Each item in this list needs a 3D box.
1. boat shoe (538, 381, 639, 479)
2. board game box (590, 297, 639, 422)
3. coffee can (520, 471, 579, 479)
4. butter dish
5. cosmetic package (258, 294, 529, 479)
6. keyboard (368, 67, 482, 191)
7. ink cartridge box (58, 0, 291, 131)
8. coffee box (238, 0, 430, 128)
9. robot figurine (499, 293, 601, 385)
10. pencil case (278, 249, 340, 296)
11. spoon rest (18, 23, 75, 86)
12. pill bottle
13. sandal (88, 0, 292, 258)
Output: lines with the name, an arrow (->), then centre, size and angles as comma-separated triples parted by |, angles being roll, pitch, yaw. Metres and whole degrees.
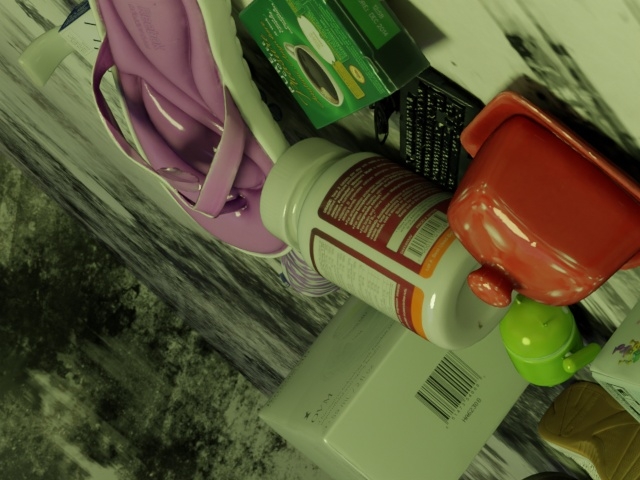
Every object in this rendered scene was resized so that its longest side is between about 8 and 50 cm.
boat shoe -> 0.307, 0.206, 1.391 | 0.096, 0.098, 0.277 | 42, 177, -17
board game box -> 0.356, 0.142, 1.007 | 0.224, 0.097, 0.303 | 42, 169, -19
coffee can -> 0.343, 0.411, 1.762 | 0.201, 0.201, 0.275 | 46, 165, -29
butter dish -> 0.146, -0.006, 1.025 | 0.160, 0.118, 0.160 | 38, 169, 0
cosmetic package -> 0.081, 0.137, 1.480 | 0.138, 0.224, 0.225 | 41, 167, -12
keyboard -> 0.075, -0.082, 1.150 | 0.100, 0.038, 0.192 | 36, 167, 14
ink cartridge box -> -0.135, -0.155, 1.382 | 0.097, 0.046, 0.207 | -25, 120, 42
coffee box -> 0.005, -0.146, 1.069 | 0.113, 0.040, 0.184 | 54, 165, -6
robot figurine -> 0.198, 0.088, 1.329 | 0.101, 0.067, 0.115 | 41, 171, 34
pencil case -> 0.000, 0.000, 1.570 | 0.206, 0.086, 0.088 | 110, 136, -76
spoon rest -> -0.174, -0.167, 1.519 | 0.276, 0.084, 0.137 | 19, 162, 21
pill bottle -> 0.058, -0.004, 1.280 | 0.221, 0.121, 0.121 | 31, 165, 36
sandal -> -0.131, -0.108, 1.296 | 0.169, 0.102, 0.416 | 13, 145, 28
